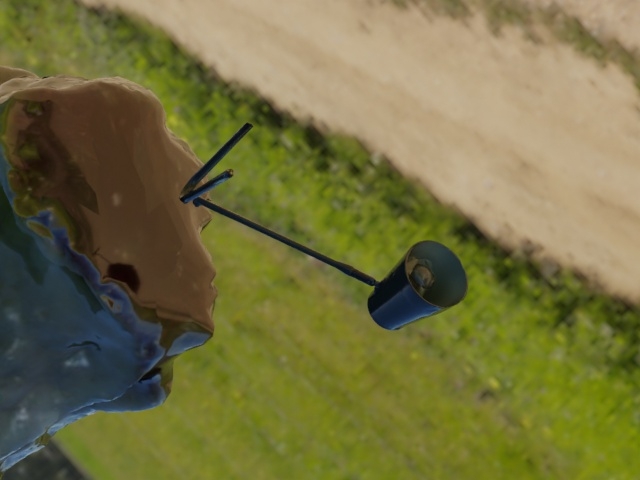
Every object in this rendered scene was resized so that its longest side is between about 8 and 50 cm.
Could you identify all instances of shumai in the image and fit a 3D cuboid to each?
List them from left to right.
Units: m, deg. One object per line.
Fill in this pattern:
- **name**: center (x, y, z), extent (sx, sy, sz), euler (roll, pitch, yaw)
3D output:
- **shumai**: center (-0.166, 0.024, 0.909), extent (0.304, 0.263, 0.309), euler (35, -130, -62)

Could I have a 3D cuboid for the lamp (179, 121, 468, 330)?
- **lamp**: center (0.001, 0.001, 0.687), extent (0.121, 0.041, 0.054), euler (35, 141, -12)
